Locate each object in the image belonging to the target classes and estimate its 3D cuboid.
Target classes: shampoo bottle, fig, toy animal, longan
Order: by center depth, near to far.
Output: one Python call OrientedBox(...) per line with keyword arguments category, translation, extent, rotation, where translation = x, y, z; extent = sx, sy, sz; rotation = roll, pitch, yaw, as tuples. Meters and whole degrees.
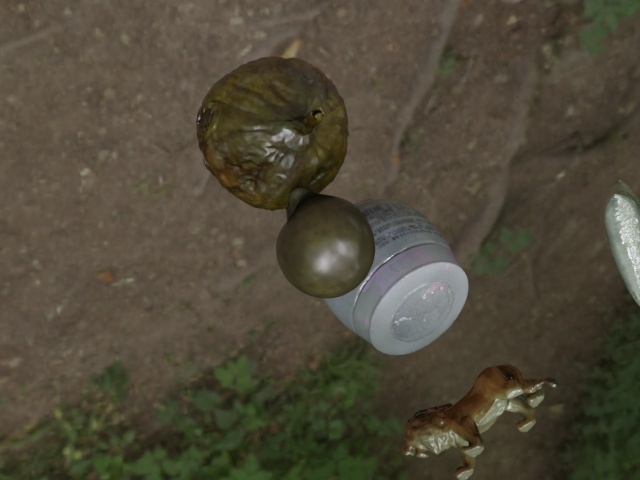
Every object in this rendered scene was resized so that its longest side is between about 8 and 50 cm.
OrientedBox(category="longan", translation=(0.000, 0.000, 1.540), extent=(0.185, 0.204, 0.159), rotation=(-31, 171, 41))
OrientedBox(category="fig", translation=(-0.071, -0.198, 1.573), extent=(0.286, 0.286, 0.369), rotation=(-7, -178, -11))
OrientedBox(category="toy animal", translation=(0.279, 0.314, 1.635), extent=(0.312, 0.157, 0.097), rotation=(-43, 141, 9))
OrientedBox(category="shampoo bottle", translation=(0.137, 0.070, 1.805), extent=(0.273, 0.266, 0.273), rotation=(-19, 135, -20))

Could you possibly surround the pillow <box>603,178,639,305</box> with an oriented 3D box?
OrientedBox(category="pillow", translation=(0.608, 0.007, 1.742), extent=(0.078, 0.254, 0.144), rotation=(-15, -166, 29))
